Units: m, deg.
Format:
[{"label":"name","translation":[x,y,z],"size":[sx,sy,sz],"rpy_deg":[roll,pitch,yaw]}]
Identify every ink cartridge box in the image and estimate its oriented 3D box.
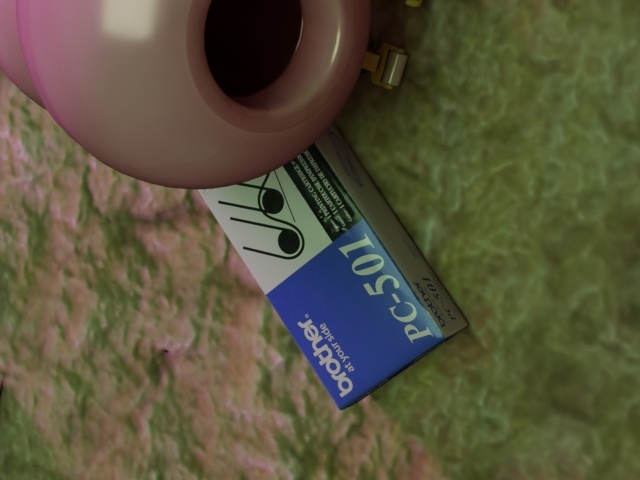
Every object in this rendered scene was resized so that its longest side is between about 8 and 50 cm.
[{"label":"ink cartridge box","translation":[0.000,0.000,0.852],"size":[0.097,0.046,0.207],"rpy_deg":[-39,79,27]}]

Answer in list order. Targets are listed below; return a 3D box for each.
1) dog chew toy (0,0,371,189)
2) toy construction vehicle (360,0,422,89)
[{"label":"dog chew toy","translation":[-0.120,-0.154,0.793],"size":[0.332,0.207,0.206],"rpy_deg":[25,110,50]},{"label":"toy construction vehicle","translation":[0.014,-0.145,0.829],"size":[0.098,0.035,0.086],"rpy_deg":[27,109,22]}]
